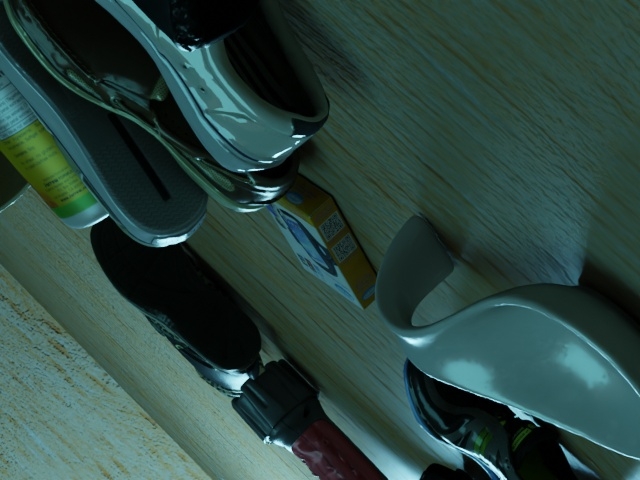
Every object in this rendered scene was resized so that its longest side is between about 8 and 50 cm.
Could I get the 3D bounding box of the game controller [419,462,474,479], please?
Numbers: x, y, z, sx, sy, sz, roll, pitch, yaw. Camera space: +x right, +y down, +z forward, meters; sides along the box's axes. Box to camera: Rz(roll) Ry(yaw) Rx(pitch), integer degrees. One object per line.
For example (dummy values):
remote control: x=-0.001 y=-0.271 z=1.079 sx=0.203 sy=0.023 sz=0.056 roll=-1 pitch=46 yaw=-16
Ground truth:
game controller: x=0.199 y=0.279 z=1.694 sx=0.166 sy=0.067 sz=0.319 roll=36 pitch=172 yaw=-22

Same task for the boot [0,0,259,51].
boot: x=-0.137 y=-0.169 z=1.105 sx=0.207 sy=0.094 sz=0.246 roll=44 pitch=125 yaw=20

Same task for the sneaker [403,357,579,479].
sneaker: x=0.141 y=0.147 z=1.476 sx=0.188 sy=0.067 sz=0.078 roll=47 pitch=146 yaw=6

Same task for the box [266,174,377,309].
box: x=0.000 y=0.000 z=1.532 sx=0.081 sy=0.028 sz=0.136 roll=34 pitch=160 yaw=43

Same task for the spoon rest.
spoon rest: x=0.119 y=0.063 z=1.216 sx=0.137 sy=0.084 sz=0.276 roll=55 pitch=166 yaw=-31

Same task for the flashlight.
flashlight: x=0.032 y=0.256 z=2.044 sx=0.304 sy=0.103 sz=0.103 roll=45 pitch=141 yaw=12

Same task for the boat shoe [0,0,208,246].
boat shoe: x=-0.192 y=-0.122 z=1.491 sx=0.302 sy=0.109 sz=0.094 roll=61 pitch=158 yaw=4

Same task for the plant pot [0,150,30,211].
plant pot: x=-0.371 y=-0.171 z=1.764 sx=0.284 sy=0.284 sz=0.191 roll=53 pitch=-168 yaw=-25

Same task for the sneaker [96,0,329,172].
sneaker: x=-0.080 y=-0.164 z=1.209 sx=0.091 sy=0.094 sz=0.258 roll=-25 pitch=107 yaw=47

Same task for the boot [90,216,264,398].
boot: x=-0.151 y=0.076 z=2.120 sx=0.236 sy=0.085 sz=0.178 roll=43 pitch=169 yaw=16

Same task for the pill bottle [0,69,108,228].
pill bottle: x=-0.232 y=-0.142 z=1.603 sx=0.245 sy=0.136 sz=0.136 roll=51 pitch=167 yaw=-17

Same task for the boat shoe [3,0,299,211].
boat shoe: x=-0.113 y=-0.124 z=1.399 sx=0.257 sy=0.095 sz=0.095 roll=37 pitch=167 yaw=-12
